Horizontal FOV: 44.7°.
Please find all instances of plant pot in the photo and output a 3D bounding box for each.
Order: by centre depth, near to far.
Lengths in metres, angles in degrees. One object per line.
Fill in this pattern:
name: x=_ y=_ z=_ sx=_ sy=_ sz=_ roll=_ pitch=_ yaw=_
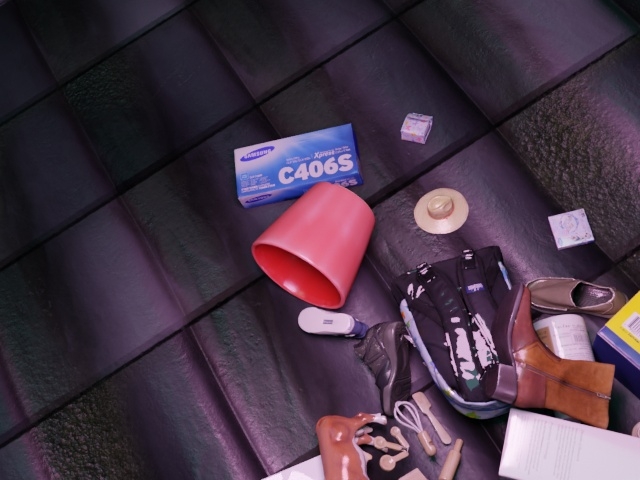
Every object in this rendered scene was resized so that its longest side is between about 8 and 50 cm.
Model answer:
plant pot: x=0.000 y=0.000 z=1.999 sx=0.275 sy=0.275 sz=0.243 roll=24 pitch=65 yaw=22

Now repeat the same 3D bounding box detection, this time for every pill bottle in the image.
pill bottle: x=0.565 y=0.296 z=1.782 sx=0.131 sy=0.131 sz=0.229 roll=-11 pitch=65 yaw=9

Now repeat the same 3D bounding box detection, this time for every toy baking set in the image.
toy baking set: x=0.235 y=0.468 z=1.797 sx=0.197 sy=0.030 sz=0.256 roll=33 pitch=48 yaw=9

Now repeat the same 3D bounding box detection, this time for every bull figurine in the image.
bull figurine: x=0.078 y=0.540 z=1.785 sx=0.189 sy=0.101 sz=0.310 roll=-5 pitch=57 yaw=-7

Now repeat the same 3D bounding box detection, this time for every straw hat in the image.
straw hat: x=0.316 y=-0.089 z=2.055 sx=0.145 sy=0.061 sz=0.144 roll=-6 pitch=65 yaw=12

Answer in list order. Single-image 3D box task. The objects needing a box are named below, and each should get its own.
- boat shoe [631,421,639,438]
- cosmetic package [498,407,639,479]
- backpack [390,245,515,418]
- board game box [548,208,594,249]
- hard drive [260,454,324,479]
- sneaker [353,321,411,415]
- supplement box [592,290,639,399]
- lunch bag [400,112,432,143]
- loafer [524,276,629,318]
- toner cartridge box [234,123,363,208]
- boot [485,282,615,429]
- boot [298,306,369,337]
boat shoe: x=0.825 y=0.387 z=1.698 sx=0.285 sy=0.089 sz=0.104 roll=-27 pitch=63 yaw=2
cosmetic package: x=0.576 y=0.489 z=1.659 sx=0.366 sy=0.197 sz=0.155 roll=10 pitch=69 yaw=16
backpack: x=0.356 y=0.233 z=1.816 sx=0.290 sy=0.273 sz=0.355 roll=-19 pitch=48 yaw=-4
board game box: x=0.633 y=-0.028 z=1.970 sx=0.090 sy=0.020 sz=0.090 roll=-13 pitch=65 yaw=8
hard drive: x=-0.011 y=0.672 z=1.776 sx=0.210 sy=0.040 sz=0.318 roll=-18 pitch=62 yaw=-19
sneaker: x=0.151 y=0.313 z=1.913 sx=0.130 sy=0.087 sz=0.227 roll=-5 pitch=87 yaw=45
supplement box: x=0.806 y=0.177 z=1.737 sx=0.356 sy=0.194 sz=0.195 roll=-42 pitch=63 yaw=-6
lunch bag: x=0.269 y=-0.320 z=2.175 sx=0.071 sy=0.053 sz=0.083 roll=16 pitch=63 yaw=19
loafer: x=0.598 y=0.125 z=1.855 sx=0.251 sy=0.087 sz=0.094 roll=2 pitch=66 yaw=32
toner cartridge box: x=-0.064 y=-0.208 z=2.197 sx=0.348 sy=0.075 sz=0.165 roll=-12 pitch=63 yaw=9
boot: x=0.509 y=0.245 z=1.663 sx=0.281 sy=0.096 sz=0.264 roll=15 pitch=68 yaw=-9
boot: x=0.032 y=0.219 z=1.994 sx=0.190 sy=0.086 sz=0.069 roll=6 pitch=74 yaw=47
